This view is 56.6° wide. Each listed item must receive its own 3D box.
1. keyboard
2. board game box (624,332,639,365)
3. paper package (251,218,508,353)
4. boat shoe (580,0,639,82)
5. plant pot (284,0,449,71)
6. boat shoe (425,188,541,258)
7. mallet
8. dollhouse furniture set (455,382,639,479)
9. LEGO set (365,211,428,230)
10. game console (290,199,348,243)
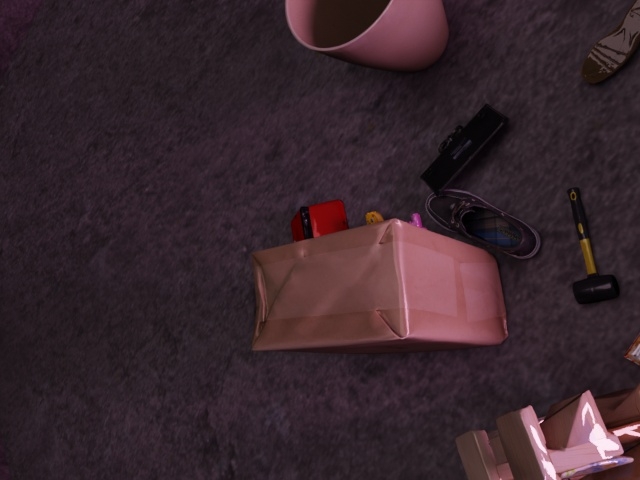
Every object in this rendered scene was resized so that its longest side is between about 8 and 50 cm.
[{"bbox_3d":[0.257,-0.168,1.088,0.180,0.023,0.108,-48,32,15],"label":"keyboard"},{"bbox_3d":[0.536,0.119,0.806,0.146,0.045,0.194,37,105,37],"label":"board game box"},{"bbox_3d":[0.096,0.099,0.987,0.309,0.324,0.168,-14,73,37],"label":"paper package"},{"bbox_3d":[0.479,-0.316,0.944,0.056,0.048,0.153,42,115,23],"label":"boat shoe"},{"bbox_3d":[0.118,-0.420,1.099,0.256,0.274,0.257,-9,75,37],"label":"plant pot"},{"bbox_3d":[0.267,-0.034,1.032,0.228,0.076,0.080,36,104,37],"label":"boat shoe"},{"bbox_3d":[0.410,0.009,0.941,0.062,0.039,0.190,-28,60,34],"label":"mallet"},{"bbox_3d":[0.364,0.309,0.684,0.394,0.361,0.257,104,153,-64],"label":"dollhouse furniture set"},{"bbox_3d":[0.115,-0.011,1.124,0.227,0.087,0.093,-12,89,33],"label":"LEGO set"},{"bbox_3d":[0.000,0.000,1.282,0.124,0.085,0.144,133,131,-60],"label":"game console"}]
